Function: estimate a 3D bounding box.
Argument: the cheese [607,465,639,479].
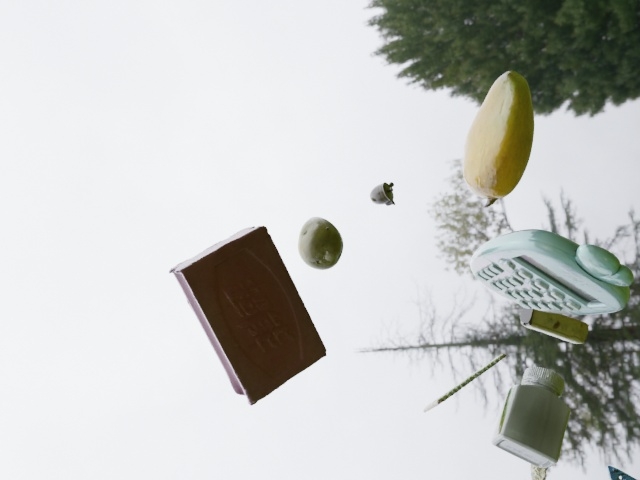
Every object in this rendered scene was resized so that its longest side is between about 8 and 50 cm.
[{"bbox_3d":[0.676,0.586,1.312,0.244,0.135,0.052,-17,-54,-53],"label":"cheese"}]

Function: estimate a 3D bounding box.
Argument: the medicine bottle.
[{"bbox_3d":[0.470,0.382,1.303,0.189,0.132,0.088,-60,-13,-29],"label":"medicine bottle"}]

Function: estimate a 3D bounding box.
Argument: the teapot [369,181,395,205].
[{"bbox_3d":[0.219,-0.156,1.985,0.085,0.080,0.110,59,-148,-12],"label":"teapot"}]

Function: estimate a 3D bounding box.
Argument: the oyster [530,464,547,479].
[{"bbox_3d":[0.561,0.586,1.516,0.121,0.045,0.146,39,-127,-64],"label":"oyster"}]

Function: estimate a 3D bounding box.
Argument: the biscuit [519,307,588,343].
[{"bbox_3d":[0.569,0.206,1.441,0.188,0.052,0.056,18,-104,-20],"label":"biscuit"}]

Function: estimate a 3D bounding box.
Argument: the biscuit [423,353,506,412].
[{"bbox_3d":[0.370,0.366,1.523,0.231,0.139,0.016,-28,-109,-19],"label":"biscuit"}]

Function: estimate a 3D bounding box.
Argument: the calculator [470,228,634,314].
[{"bbox_3d":[0.322,0.048,0.840,0.184,0.295,0.042,32,-105,-6],"label":"calculator"}]

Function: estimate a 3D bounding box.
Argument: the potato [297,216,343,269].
[{"bbox_3d":[0.000,0.000,2.042,0.157,0.157,0.194,52,-160,-36],"label":"potato"}]

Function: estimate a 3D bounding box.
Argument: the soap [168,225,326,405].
[{"bbox_3d":[-0.165,0.170,1.393,0.233,0.128,0.360,-30,-78,-22],"label":"soap"}]

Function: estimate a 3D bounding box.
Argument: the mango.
[{"bbox_3d":[0.404,-0.229,1.343,0.119,0.176,0.317,11,-84,-19],"label":"mango"}]
